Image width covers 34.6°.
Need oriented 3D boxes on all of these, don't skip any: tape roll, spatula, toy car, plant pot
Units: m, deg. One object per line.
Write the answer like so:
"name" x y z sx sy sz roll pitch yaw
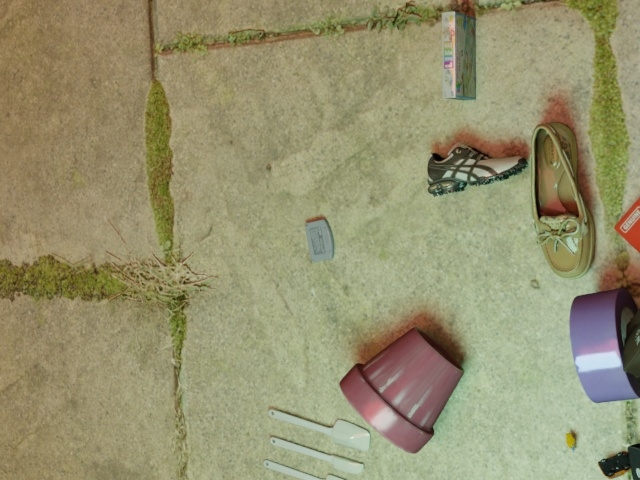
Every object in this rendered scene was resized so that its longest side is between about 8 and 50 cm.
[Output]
"tape roll" 0.494 0.179 1.751 0.080 0.189 0.188 -13 88 29
"spatula" -0.012 0.443 2.160 0.242 0.019 0.168 13 106 29
"toy car" 0.505 0.387 1.862 0.122 0.060 0.040 43 158 37
"plant pot" 0.167 0.272 1.953 0.201 0.201 0.180 43 97 20

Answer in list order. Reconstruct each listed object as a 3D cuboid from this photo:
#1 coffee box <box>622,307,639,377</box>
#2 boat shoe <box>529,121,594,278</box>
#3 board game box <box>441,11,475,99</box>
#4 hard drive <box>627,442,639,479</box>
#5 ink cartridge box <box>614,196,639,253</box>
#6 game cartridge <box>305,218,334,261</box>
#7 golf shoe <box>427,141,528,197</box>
"coffee box" 0.651 0.176 1.614 0.297 0.118 0.168 23 130 1
"boat shoe" 0.417 -0.068 1.829 0.105 0.089 0.285 -12 89 29
"board game box" 0.255 -0.337 1.889 0.026 0.103 0.154 2 95 29
"hard drive" 0.622 0.514 1.700 0.064 0.237 0.338 -10 88 -13
"ink cartridge box" 0.622 -0.017 1.660 0.239 0.060 0.275 47 134 18
"game cartridge" 0.000 0.000 2.113 0.056 0.017 0.083 -11 89 33
"golf shoe" 0.283 -0.143 1.906 0.198 0.077 0.093 -12 88 29
